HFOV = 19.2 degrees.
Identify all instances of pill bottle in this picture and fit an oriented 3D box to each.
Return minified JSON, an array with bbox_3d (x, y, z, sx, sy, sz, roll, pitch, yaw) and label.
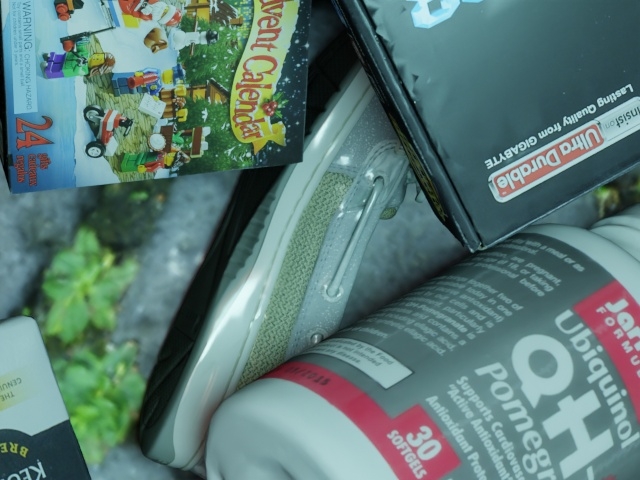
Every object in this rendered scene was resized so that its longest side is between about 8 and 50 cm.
[{"bbox_3d":[0.106,0.097,1.080,0.318,0.176,0.176,-29,94,-31],"label":"pill bottle"}]

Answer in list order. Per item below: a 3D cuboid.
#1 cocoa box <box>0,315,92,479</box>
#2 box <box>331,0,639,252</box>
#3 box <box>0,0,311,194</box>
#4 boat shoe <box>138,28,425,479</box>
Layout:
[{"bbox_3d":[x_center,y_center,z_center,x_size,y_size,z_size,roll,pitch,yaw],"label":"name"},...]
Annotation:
[{"bbox_3d":[-0.297,0.210,0.956,0.347,0.231,0.228,-22,94,-40],"label":"cocoa box"},{"bbox_3d":[0.129,-0.190,0.881,0.295,0.073,0.293,-27,106,-3],"label":"box"},{"bbox_3d":[-0.084,-0.139,0.947,0.159,0.044,0.233,-7,125,-14],"label":"box"},{"bbox_3d":[0.000,0.002,1.132,0.103,0.118,0.320,26,90,-16],"label":"boat shoe"}]
